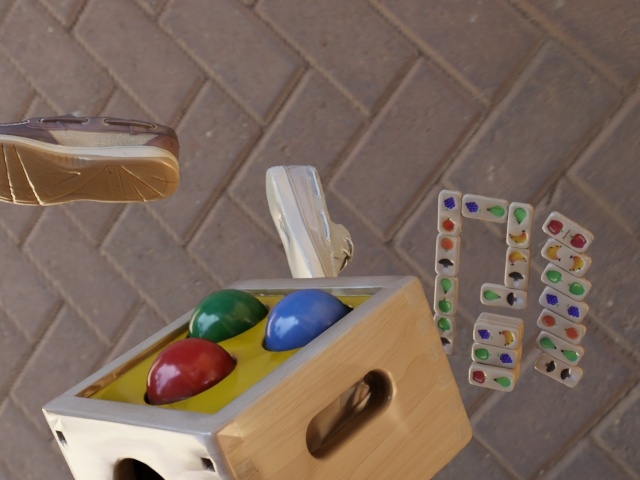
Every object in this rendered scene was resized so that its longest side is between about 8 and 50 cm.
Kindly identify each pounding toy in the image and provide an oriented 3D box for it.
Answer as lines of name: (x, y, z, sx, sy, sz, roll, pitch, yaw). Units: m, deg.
pounding toy: (-0.020, 0.085, 0.441, 0.206, 0.181, 0.094, -3, 113, 48)

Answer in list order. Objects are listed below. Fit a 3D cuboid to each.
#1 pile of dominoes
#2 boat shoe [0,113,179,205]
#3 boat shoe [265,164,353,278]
pile of dominoes: (0.232, 0.071, 1.361, 0.196, 0.040, 0.251, 10, 119, 20)
boat shoe: (-0.310, -0.106, 1.335, 0.285, 0.092, 0.103, 2, 136, 1)
boat shoe: (0.000, 0.000, 1.351, 0.079, 0.081, 0.227, 107, 147, -60)
